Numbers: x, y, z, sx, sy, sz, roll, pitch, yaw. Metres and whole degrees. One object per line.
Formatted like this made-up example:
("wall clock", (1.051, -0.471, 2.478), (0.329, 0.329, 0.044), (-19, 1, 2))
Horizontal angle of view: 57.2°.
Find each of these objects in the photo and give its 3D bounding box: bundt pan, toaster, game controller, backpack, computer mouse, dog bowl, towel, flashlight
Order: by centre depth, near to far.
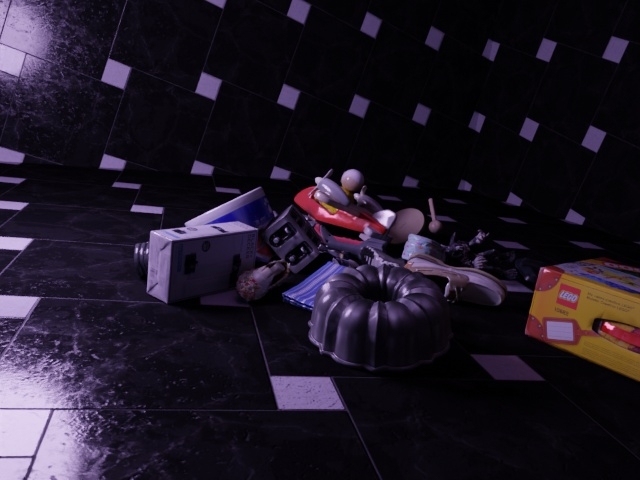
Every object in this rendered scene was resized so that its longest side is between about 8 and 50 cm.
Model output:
("bundt pan", (0.134, 0.151, 1.318), (0.331, 0.124, 0.330), (-1, 23, 0))
("towel", (0.100, 0.142, 1.528), (0.336, 0.040, 0.243), (16, 30, 30))
("computer mouse", (0.073, 0.065, 1.723), (0.106, 0.042, 0.193), (13, -22, 34))
("dog bowl", (-0.281, -0.066, 1.836), (0.265, 0.104, 0.265), (-25, 7, 3))
("toaster", (-0.085, -0.007, 1.844), (0.168, 0.110, 0.185), (51, 14, -10))
("game controller", (0.800, 0.139, 1.933), (0.320, 0.067, 0.166), (16, 31, -4))
("backpack", (0.336, 0.045, 1.947), (0.152, 0.115, 0.182), (8, -5, 25))
("flashlight", (0.079, 0.005, 2.056), (0.304, 0.103, 0.103), (11, 11, 16))

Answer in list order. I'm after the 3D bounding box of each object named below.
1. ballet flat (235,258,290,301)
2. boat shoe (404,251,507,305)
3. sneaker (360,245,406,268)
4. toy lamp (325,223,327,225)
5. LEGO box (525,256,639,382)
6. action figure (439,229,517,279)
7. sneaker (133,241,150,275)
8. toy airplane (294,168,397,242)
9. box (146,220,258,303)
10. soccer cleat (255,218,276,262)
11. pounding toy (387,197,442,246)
("ballet flat", (-0.149, 0.095, 1.574), (0.091, 0.077, 0.241), (47, 20, 4))
("boat shoe", (0.388, 0.134, 1.722), (0.303, 0.113, 0.103), (17, 40, 18))
("sneaker", (0.219, 0.081, 1.884), (0.106, 0.078, 0.234), (2, 18, -32))
("toy lamp", (0.097, -0.098, 2.536), (0.275, 0.080, 0.080), (-7, 20, -41))
("LEGO box", (0.837, 0.211, 1.442), (0.373, 0.193, 0.500), (-4, 18, -41))
("action figure", (0.538, 0.047, 2.020), (0.276, 0.164, 0.141), (13, -27, -7))
("sneaker", (-0.442, 0.032, 1.659), (0.147, 0.104, 0.296), (-5, 7, -2))
("toy airplane", (0.117, -0.131, 2.200), (0.385, 0.272, 0.386), (15, -1, -13))
("box", (-0.299, 0.049, 1.524), (0.087, 0.169, 0.290), (18, 16, 36))
("soccer cleat", (-0.179, 0.006, 1.945), (0.117, 0.108, 0.318), (29, 15, 4))
("pounding toy", (0.373, -0.037, 2.343), (0.237, 0.110, 0.182), (-24, 40, 17))
